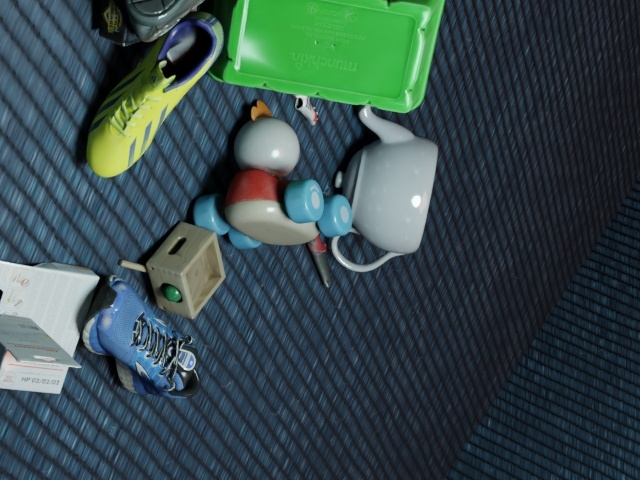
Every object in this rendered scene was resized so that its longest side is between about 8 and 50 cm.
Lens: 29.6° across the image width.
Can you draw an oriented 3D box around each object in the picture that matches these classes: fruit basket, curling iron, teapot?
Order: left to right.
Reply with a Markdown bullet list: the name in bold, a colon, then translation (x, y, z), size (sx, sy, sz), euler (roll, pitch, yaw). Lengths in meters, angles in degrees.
- **curling iron**: translation (0.000, 0.000, 2.392), size (0.068, 0.035, 0.274), euler (-45, 144, -29)
- **fruit basket**: translation (0.009, -0.371, 1.932), size (0.392, 0.392, 0.283), euler (-18, 126, -51)
- **teapot**: translation (0.119, -0.095, 2.374), size (0.252, 0.187, 0.256), euler (97, 4, -66)

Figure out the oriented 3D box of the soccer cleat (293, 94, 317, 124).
- **soccer cleat**: translation (-0.029, -0.240, 2.193), size (0.035, 0.029, 0.083), euler (-38, 137, -24)

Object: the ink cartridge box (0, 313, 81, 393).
- **ink cartridge box**: translation (-0.425, 0.164, 1.705), size (0.104, 0.181, 0.062), euler (12, 101, -40)

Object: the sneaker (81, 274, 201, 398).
- **sneaker**: translation (-0.272, 0.163, 1.957), size (0.330, 0.147, 0.130), euler (64, 43, -58)

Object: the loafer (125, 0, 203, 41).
- **loafer**: translation (-0.177, -0.385, 1.709), size (0.267, 0.096, 0.084), euler (-47, 170, -23)

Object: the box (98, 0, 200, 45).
- **box**: translation (-0.235, -0.403, 1.722), size (0.175, 0.051, 0.220), euler (-32, 139, -51)

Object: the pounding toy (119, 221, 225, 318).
- **pounding toy**: translation (-0.245, 0.049, 2.020), size (0.141, 0.100, 0.130), euler (-54, 149, -38)

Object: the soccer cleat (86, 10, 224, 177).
- **soccer cleat**: translation (-0.247, -0.214, 1.749), size (0.289, 0.093, 0.121), euler (-51, -172, 4)

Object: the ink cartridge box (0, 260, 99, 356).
- **ink cartridge box**: translation (-0.436, 0.102, 1.821), size (0.179, 0.045, 0.145), euler (13, 101, -40)

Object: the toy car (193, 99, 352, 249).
- **toy car**: translation (-0.080, -0.123, 2.083), size (0.210, 0.219, 0.238), euler (24, 62, -59)
